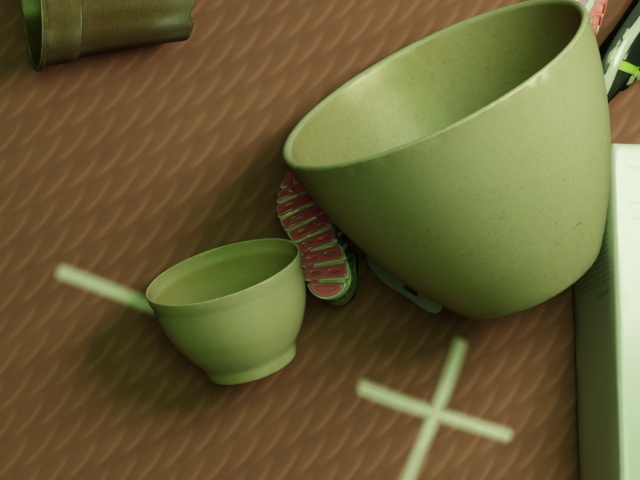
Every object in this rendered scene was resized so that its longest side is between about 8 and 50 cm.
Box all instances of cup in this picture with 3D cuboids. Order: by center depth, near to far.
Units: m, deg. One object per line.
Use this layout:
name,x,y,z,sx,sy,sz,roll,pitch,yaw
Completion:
cup,0.162,-0.063,1.551,0.331,0.331,0.237,-34,110,-13

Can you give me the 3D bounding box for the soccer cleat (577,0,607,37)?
soccer cleat,0.297,-0.286,1.713,0.095,0.083,0.248,8,75,-11

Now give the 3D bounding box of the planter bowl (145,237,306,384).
planter bowl,-0.083,0.078,1.554,0.162,0.162,0.109,-21,108,-12

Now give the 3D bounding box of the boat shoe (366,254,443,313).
boat shoe,0.096,0.036,1.642,0.100,0.035,0.035,35,49,4

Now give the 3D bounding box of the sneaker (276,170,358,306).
sneaker,0.000,0.000,1.622,0.063,0.075,0.170,-21,59,6

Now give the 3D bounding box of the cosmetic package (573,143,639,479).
cosmetic package,0.386,0.103,1.605,0.217,0.156,0.385,4,79,-7

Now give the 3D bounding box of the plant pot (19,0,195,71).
plant pot,-0.224,-0.265,1.601,0.165,0.167,0.167,-6,79,-18

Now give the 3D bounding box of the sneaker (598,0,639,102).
sneaker,0.377,-0.221,1.706,0.097,0.084,0.235,36,76,-1
